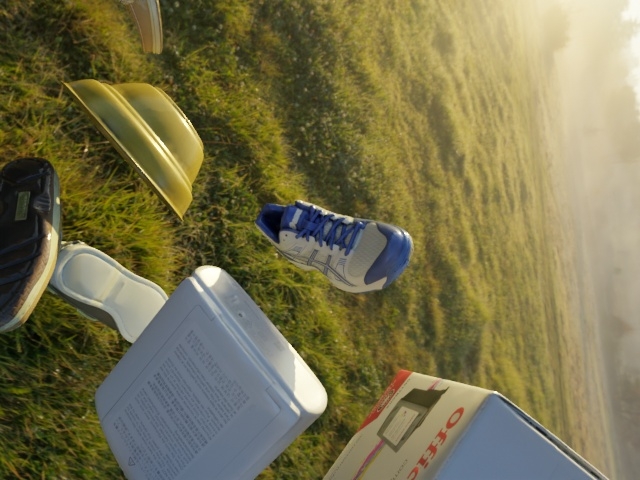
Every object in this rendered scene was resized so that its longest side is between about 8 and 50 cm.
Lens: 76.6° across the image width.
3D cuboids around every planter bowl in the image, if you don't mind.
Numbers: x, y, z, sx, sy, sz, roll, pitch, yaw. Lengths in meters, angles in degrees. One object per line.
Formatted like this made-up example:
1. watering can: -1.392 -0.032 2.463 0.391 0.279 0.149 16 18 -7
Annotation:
1. planter bowl: -0.222 -0.136 0.537 0.090 0.217 0.217 -42 122 -14

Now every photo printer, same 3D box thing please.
1. photo printer: -0.174 0.230 0.571 0.256 0.308 0.107 45 15 17

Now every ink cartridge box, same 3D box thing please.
1. ink cartridge box: 0.099 0.261 0.403 0.226 0.131 0.306 -49 170 -13

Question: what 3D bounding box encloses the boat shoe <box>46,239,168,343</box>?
1. boat shoe: -0.377 0.099 0.735 0.109 0.091 0.305 -62 152 -26

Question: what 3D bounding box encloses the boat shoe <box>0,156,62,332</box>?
1. boat shoe: -0.280 0.007 0.393 0.072 0.068 0.190 103 -18 -52

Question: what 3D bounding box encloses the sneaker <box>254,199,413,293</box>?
1. sneaker: 0.000 0.000 0.628 0.131 0.296 0.112 37 70 -35

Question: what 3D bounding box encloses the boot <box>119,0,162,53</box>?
1. boot: -0.290 -0.327 0.486 0.213 0.165 0.077 89 -21 -46
